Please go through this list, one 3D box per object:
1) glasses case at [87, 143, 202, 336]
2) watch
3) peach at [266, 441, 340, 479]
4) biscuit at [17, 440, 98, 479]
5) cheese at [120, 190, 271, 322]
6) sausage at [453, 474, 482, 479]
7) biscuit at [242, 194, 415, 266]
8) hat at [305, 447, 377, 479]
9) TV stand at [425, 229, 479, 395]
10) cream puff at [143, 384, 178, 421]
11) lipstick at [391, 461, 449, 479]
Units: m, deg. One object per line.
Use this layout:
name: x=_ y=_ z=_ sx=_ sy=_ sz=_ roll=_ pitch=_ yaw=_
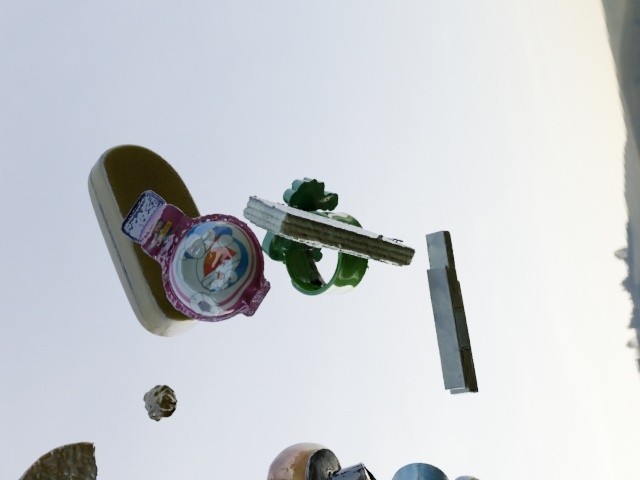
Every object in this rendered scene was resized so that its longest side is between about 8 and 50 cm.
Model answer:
glasses case: x=-0.313 y=0.000 z=1.353 sx=0.173 sy=0.141 sz=0.371 roll=-13 pitch=-108 yaw=-40
watch: x=0.000 y=0.000 z=1.105 sx=0.131 sy=0.152 sz=0.165 roll=5 pitch=-68 yaw=-46
peach: x=-0.037 y=0.548 z=1.605 sx=0.184 sy=0.184 sz=0.184 roll=36 pitch=-135 yaw=-48
biscuit: x=-0.579 y=0.566 z=1.569 sx=0.188 sy=0.040 sz=0.265 roll=44 pitch=-112 yaw=-15
cheese: x=-0.177 y=0.018 z=0.995 sx=0.244 sy=0.155 sz=0.062 roll=35 pitch=180 yaw=16
sausage: x=0.225 y=0.402 z=0.954 sx=0.083 sy=0.083 sz=0.264 roll=63 pitch=-174 yaw=-19
biscuit: x=0.012 y=-0.009 z=0.895 sx=0.199 sy=0.121 sz=0.041 roll=15 pitch=-87 yaw=-30
hat: x=0.034 y=0.258 z=0.724 sx=0.121 sy=0.050 sz=0.121 roll=53 pitch=-172 yaw=-10
TV stand: x=0.193 y=0.106 z=1.070 sx=0.042 sy=0.036 sz=0.249 roll=9 pitch=-110 yaw=-50
cream puff: x=-0.327 y=0.335 z=1.470 sx=0.058 sy=0.083 sz=0.083 roll=4 pitch=-155 yaw=-36
lipstick: x=0.067 y=0.219 z=0.475 sx=0.048 sy=0.048 sz=0.158 roll=64 pitch=-164 yaw=-18
